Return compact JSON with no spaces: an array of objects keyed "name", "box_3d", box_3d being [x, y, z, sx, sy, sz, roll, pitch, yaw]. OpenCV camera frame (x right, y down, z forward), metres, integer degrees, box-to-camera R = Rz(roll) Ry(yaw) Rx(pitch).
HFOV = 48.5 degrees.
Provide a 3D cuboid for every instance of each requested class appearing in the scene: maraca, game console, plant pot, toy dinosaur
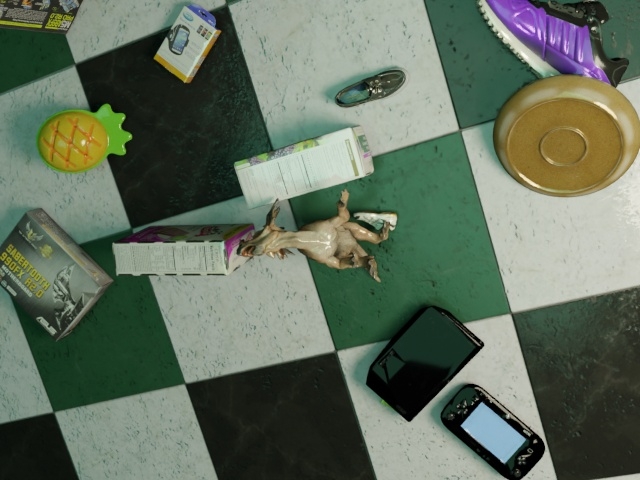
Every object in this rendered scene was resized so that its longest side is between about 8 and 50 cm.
[{"name":"maraca","box_3d":[-0.477,-0.205,1.432,0.185,0.099,0.127,-18,108,-7]},{"name":"game console","box_3d":[0.277,0.302,1.358,0.361,0.044,0.213,40,105,2]},{"name":"plant pot","box_3d":[0.404,-0.161,1.178,0.236,0.032,0.236,12,133,13]},{"name":"toy dinosaur","box_3d":[0.000,0.000,1.300,0.200,0.295,0.127,-3,74,34]}]

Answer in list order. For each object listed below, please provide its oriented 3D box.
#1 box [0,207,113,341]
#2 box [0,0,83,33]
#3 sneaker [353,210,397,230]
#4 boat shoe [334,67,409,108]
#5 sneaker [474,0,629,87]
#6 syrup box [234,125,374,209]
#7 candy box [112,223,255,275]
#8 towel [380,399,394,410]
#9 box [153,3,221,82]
[{"name":"box","box_3d":[-0.589,0.075,1.540,0.231,0.056,0.183,45,110,2]},{"name":"box","box_3d":[-0.510,-0.487,1.284,0.060,0.270,0.216,37,109,4]},{"name":"sneaker","box_3d":[0.102,-0.036,1.342,0.083,0.032,0.037,5,103,15]},{"name":"boat shoe","box_3d":[0.092,-0.273,1.289,0.142,0.040,0.049,-19,96,18]},{"name":"sneaker","box_3d":[0.384,-0.350,1.167,0.293,0.102,0.146,43,109,-5]},{"name":"syrup box","box_3d":[-0.028,-0.137,1.323,0.236,0.093,0.096,-16,97,18]},{"name":"candy box","box_3d":[-0.260,0.016,1.385,0.233,0.159,0.071,0,103,14]},{"name":"towel","box_3d":[0.162,0.305,1.412,0.060,0.009,0.083,31,108,6]},{"name":"box","box_3d":[-0.252,-0.383,1.366,0.081,0.028,0.136,38,106,4]}]
